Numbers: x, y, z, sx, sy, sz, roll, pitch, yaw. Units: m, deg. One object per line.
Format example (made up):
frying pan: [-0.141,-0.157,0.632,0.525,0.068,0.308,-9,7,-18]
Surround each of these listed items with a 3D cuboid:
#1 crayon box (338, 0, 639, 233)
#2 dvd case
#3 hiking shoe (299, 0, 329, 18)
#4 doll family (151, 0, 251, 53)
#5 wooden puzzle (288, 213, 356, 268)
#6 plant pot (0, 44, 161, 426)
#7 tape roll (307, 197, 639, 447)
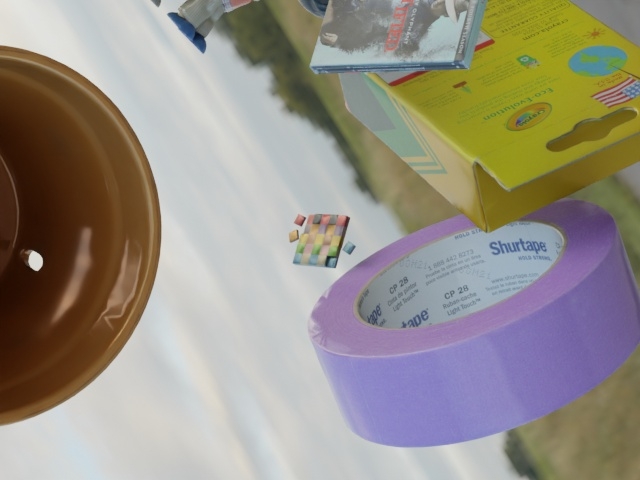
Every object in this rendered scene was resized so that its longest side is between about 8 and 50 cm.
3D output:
crayon box: [0.170,-0.121,1.681,0.318,0.202,0.081,47,157,52]
dvd case: [0.056,-0.153,1.297,0.013,0.119,0.087,46,-126,-51]
hiking shoe: [0.001,-0.313,1.917,0.132,0.113,0.304,97,168,-48]
doll family: [-0.111,-0.290,1.670,0.118,0.163,0.263,46,180,20]
wooden puzzle: [0.000,0.000,1.725,0.083,0.049,0.006,3,161,42]
plant pot: [-0.297,-0.012,1.520,0.291,0.291,0.203,56,161,-22]
tape roll: [0.131,0.065,1.623,0.275,0.275,0.090,-111,0,-70]
